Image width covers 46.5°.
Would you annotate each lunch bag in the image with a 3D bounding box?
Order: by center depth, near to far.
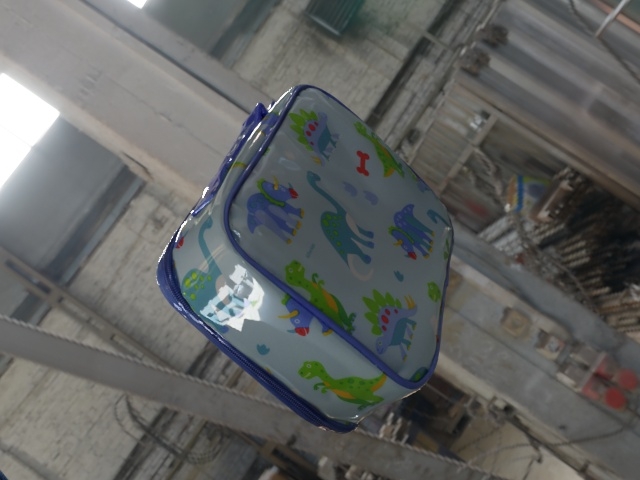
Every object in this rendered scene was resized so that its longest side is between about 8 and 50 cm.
[{"bbox_3d":[0.000,0.000,0.502,0.090,0.176,0.219,-39,18,34],"label":"lunch bag"}]

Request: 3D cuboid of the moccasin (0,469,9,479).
[{"bbox_3d":[-0.170,0.270,0.445,0.138,0.342,0.117,-47,-30,-10],"label":"moccasin"}]
